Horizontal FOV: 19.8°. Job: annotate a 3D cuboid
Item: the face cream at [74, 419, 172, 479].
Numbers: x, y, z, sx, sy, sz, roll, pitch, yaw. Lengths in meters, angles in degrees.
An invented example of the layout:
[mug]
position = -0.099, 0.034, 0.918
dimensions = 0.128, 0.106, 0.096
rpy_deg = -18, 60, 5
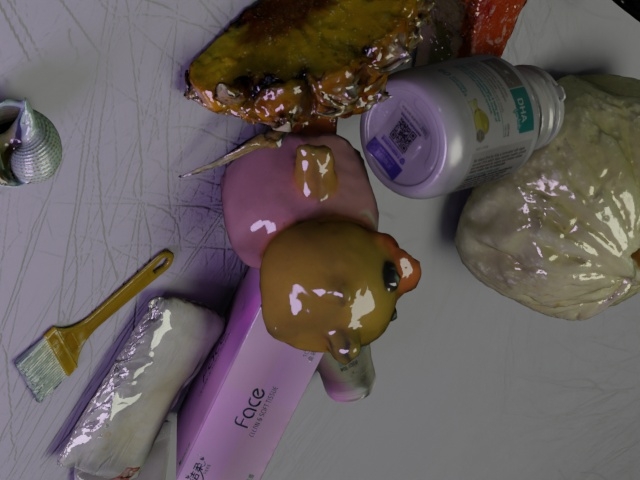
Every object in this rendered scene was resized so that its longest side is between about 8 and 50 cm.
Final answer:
[face cream]
position = -0.237, 0.361, 2.122
dimensions = 0.143, 0.089, 0.314
rpy_deg = -18, 128, -42

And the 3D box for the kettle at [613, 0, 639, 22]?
[kettle]
position = 0.434, -0.404, 2.071
dimensions = 0.308, 0.203, 0.262
rpy_deg = -48, 160, 3

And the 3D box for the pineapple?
[pineapple]
position = 0.018, -0.174, 1.798
dimensions = 0.334, 0.161, 0.158
rpy_deg = -41, 152, -22

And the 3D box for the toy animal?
[toy animal]
position = -0.003, 0.003, 1.866
dimensions = 0.169, 0.281, 0.195
rpy_deg = -20, 146, -10

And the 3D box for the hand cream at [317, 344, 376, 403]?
[hand cream]
position = 0.014, 0.080, 2.170
dimensions = 0.111, 0.070, 0.312
rpy_deg = -38, 145, -16

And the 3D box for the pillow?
[pillow]
position = -0.192, 0.161, 1.986
dimensions = 0.128, 0.051, 0.229
rpy_deg = 15, 109, -51

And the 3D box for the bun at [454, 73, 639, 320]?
[bun]
position = 0.348, -0.040, 2.339
dimensions = 0.349, 0.227, 0.352
rpy_deg = -33, 148, -32

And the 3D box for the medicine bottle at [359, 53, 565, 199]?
[medicine bottle]
position = 0.156, -0.125, 1.913
dimensions = 0.215, 0.135, 0.135
rpy_deg = -16, 136, -43

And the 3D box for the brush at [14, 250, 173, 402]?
[brush]
position = -0.227, 0.079, 1.886
dimensions = 0.205, 0.011, 0.083
rpy_deg = -43, 149, -16

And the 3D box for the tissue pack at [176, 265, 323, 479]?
[tissue pack]
position = -0.074, 0.146, 2.015
dimensions = 0.092, 0.148, 0.246
rpy_deg = 21, 112, -14

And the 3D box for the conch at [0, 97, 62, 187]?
[conch]
position = -0.266, -0.087, 1.599
dimensions = 0.076, 0.056, 0.085
rpy_deg = -20, 111, -17

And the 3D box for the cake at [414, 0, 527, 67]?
[cake]
position = 0.170, -0.235, 2.012
dimensions = 0.117, 0.086, 0.220
rpy_deg = -31, 144, -28
